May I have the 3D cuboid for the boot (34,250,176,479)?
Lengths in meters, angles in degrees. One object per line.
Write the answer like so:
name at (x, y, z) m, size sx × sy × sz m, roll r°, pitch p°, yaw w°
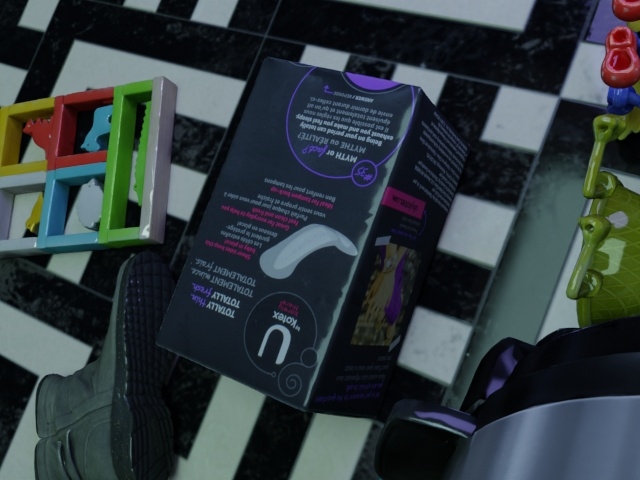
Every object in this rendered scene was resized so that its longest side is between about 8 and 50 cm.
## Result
boot at (-0.232, 0.138, 0.806) m, size 0.161 × 0.083 × 0.246 m, roll -11°, pitch 70°, yaw 29°

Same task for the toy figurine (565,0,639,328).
toy figurine at (0.315, -0.097, 0.555) m, size 0.217 × 0.191 × 0.362 m, roll 8°, pitch 81°, yaw 22°

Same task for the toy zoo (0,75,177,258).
toy zoo at (-0.306, -0.079, 0.925) m, size 0.293 × 0.030 × 0.192 m, roll -4°, pitch 74°, yaw 24°

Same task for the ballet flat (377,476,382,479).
ballet flat at (0.023, 0.395, 0.582) m, size 0.182 × 0.164 × 0.483 m, roll 30°, pitch 88°, yaw 9°

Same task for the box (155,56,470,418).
box at (0.000, 0.000, 0.693) m, size 0.165 × 0.143 × 0.270 m, roll 18°, pitch 85°, yaw 30°

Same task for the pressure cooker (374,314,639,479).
pressure cooker at (0.210, 0.238, 0.364) m, size 0.375 × 0.370 × 0.420 m, roll -18°, pitch 32°, yaw 46°
